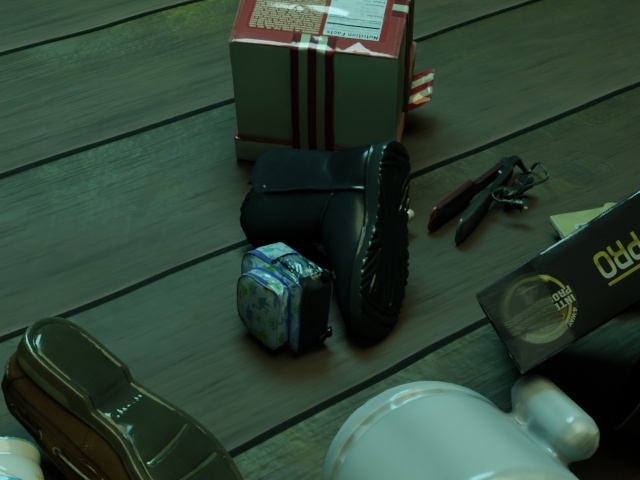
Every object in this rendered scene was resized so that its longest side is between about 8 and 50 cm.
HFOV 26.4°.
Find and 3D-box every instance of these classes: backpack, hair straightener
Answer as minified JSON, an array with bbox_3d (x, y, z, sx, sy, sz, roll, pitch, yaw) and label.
[{"bbox_3d":[-0.048,0.061,1.553,0.084,0.105,0.114,-18,38,-31],"label":"backpack"},{"bbox_3d":[0.237,-0.054,1.812,0.089,0.047,0.230,28,37,26],"label":"hair straightener"}]

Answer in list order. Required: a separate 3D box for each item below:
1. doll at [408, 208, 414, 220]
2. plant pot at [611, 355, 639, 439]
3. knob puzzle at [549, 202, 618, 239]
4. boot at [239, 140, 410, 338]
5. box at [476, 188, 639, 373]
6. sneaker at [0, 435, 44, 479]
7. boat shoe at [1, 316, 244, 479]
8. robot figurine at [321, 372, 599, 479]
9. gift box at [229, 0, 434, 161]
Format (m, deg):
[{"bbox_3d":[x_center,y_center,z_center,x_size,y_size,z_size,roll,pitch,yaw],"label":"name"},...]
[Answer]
[{"bbox_3d":[0.056,-0.035,1.747,0.129,0.046,0.189,5,36,-1],"label":"doll"},{"bbox_3d":[0.461,0.163,1.433,0.230,0.215,0.215,30,40,7],"label":"plant pot"},{"bbox_3d":[0.413,0.016,1.745,0.213,0.030,0.213,4,36,-3],"label":"knob puzzle"},{"bbox_3d":[0.000,0.000,1.645,0.207,0.247,0.094,-4,-16,36],"label":"boot"},{"bbox_3d":[0.318,0.007,1.384,0.318,0.395,0.097,-30,83,6],"label":"box"},{"bbox_3d":[-0.371,0.244,1.271,0.228,0.087,0.092,-7,40,-15],"label":"sneaker"},{"bbox_3d":[-0.188,0.210,1.333,0.307,0.104,0.110,45,34,16],"label":"boat shoe"},{"bbox_3d":[0.120,0.249,1.203,0.300,0.200,0.353,-45,25,-1],"label":"robot figurine"},{"bbox_3d":[0.023,-0.252,1.852,0.255,0.258,0.276,11,52,9],"label":"gift box"}]
